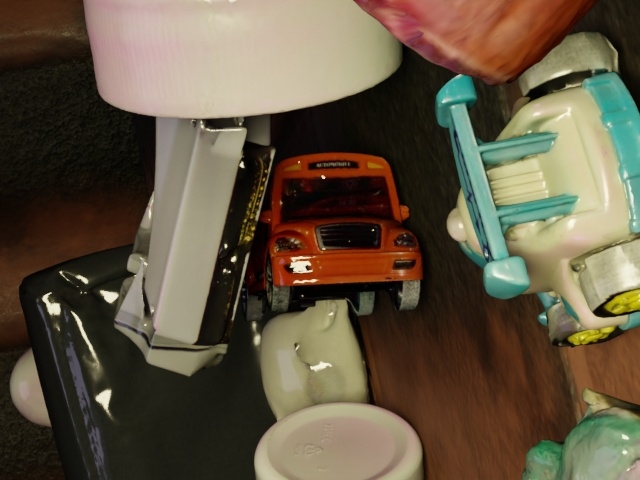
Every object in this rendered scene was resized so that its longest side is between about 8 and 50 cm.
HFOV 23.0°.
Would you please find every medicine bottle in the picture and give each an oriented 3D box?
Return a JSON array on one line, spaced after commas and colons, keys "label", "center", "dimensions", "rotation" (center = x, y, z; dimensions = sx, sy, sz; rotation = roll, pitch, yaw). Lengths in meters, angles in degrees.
[{"label": "medicine bottle", "center": [0.022, 0.275, 1.263], "dimensions": [0.133, 0.133, 0.274], "rotation": [-121, 24, -59]}, {"label": "medicine bottle", "center": [-0.062, -0.258, 0.977], "dimensions": [0.212, 0.212, 0.326], "rotation": [-126, 28, -64]}]

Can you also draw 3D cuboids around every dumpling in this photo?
[{"label": "dumpling", "center": [-0.004, 0.118, 1.375], "dimensions": [0.150, 0.092, 0.176], "rotation": [-51, -55, -87]}]

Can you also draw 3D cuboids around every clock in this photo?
[{"label": "clock", "center": [-0.087, -0.038, 1.141], "dimensions": [0.253, 0.083, 0.186], "rotation": [-92, 16, -69]}]

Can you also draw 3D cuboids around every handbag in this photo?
[{"label": "handbag", "center": [-0.126, 0.138, 1.518], "dimensions": [0.178, 0.275, 0.302], "rotation": [-177, 71, -69]}]

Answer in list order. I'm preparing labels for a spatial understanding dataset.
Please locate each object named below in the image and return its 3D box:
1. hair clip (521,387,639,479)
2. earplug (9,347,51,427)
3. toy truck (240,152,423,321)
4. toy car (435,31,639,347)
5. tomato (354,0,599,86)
[{"label": "hair clip", "center": [0.188, 0.177, 0.543], "dimensions": [0.095, 0.110, 0.359], "rotation": [36, -164, -40]}, {"label": "earplug", "center": [-0.179, 0.131, 1.672], "dimensions": [0.172, 0.301, 0.172], "rotation": [170, 90, -79]}, {"label": "toy truck", "center": [0.000, 0.000, 1.172], "dimensions": [0.252, 0.107, 0.114], "rotation": [151, 118, -80]}, {"label": "toy car", "center": [0.095, -0.012, 0.731], "dimensions": [0.161, 0.098, 0.126], "rotation": [116, 144, -68]}, {"label": "tomato", "center": [0.051, -0.215, 0.530], "dimensions": [0.290, 0.176, 0.335], "rotation": [59, -159, -2]}]
